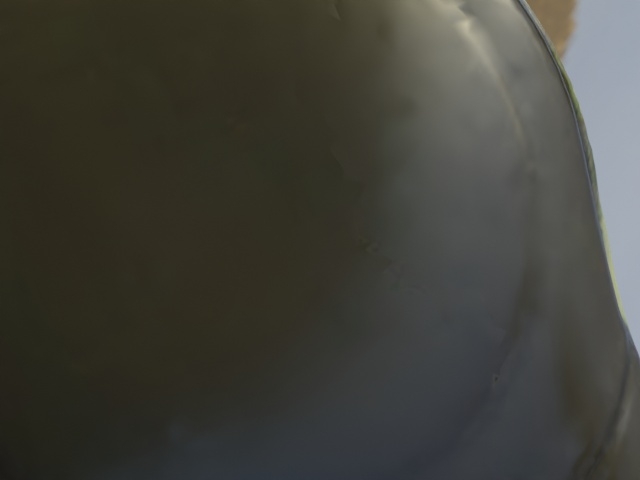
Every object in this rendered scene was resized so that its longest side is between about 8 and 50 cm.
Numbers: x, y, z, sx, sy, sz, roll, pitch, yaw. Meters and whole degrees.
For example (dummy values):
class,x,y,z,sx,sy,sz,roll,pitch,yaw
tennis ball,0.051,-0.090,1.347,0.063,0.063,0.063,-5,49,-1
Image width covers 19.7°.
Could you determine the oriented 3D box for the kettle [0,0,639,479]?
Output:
class,x,y,z,sx,sy,sz,roll,pitch,yaw
kettle,0.000,0.000,0.450,0.165,0.240,0.255,-52,-174,2
